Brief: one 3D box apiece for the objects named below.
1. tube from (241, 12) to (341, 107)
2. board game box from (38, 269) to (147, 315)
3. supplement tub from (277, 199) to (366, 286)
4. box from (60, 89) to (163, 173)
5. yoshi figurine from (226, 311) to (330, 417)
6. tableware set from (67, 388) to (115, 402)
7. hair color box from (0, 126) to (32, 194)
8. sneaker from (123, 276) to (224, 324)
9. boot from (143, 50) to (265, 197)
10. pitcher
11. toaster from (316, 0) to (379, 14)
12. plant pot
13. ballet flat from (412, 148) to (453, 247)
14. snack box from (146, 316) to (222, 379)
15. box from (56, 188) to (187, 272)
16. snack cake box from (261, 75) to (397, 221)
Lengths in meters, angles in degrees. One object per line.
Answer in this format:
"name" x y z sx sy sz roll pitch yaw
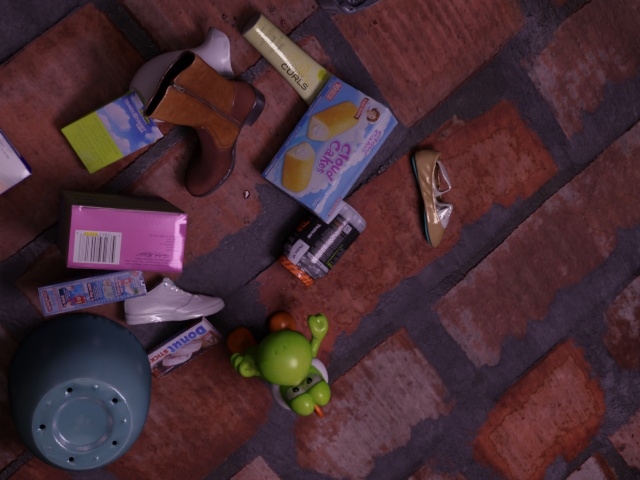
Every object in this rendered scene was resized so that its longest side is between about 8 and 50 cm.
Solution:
"tube" -0.060 -0.376 1.938 0.070 0.062 0.240 -30 123 32
"board game box" -0.455 0.091 1.821 0.194 0.194 0.060 -13 99 -17
"supplement tub" 0.000 0.000 2.007 0.117 0.117 0.190 42 85 -23
"box" -0.404 -0.216 1.811 0.178 0.042 0.109 -24 111 17
"yoshi figurine" -0.082 0.228 1.893 0.203 0.362 0.203 23 94 -22
"tableware set" -0.474 0.284 1.947 0.141 0.020 0.168 34 91 -19
"hair color box" -0.736 -0.110 1.720 0.339 0.110 0.185 -35 112 -8
"sneaker" -0.308 0.122 1.949 0.212 0.080 0.094 -5 88 -20
"boot" -0.242 -0.213 1.785 0.096 0.280 0.264 44 103 21
"pitcher" -0.264 -0.304 1.852 0.207 0.125 0.177 -36 128 -20
"toaster" 0.068 -0.543 1.897 0.227 0.146 0.129 -36 110 -10
"plant pot" -0.469 0.318 1.821 0.293 0.235 0.292 -3 103 -15
"ballet flat" 0.263 -0.095 2.096 0.073 0.080 0.232 -7 107 21
"snack box" -0.295 0.228 1.956 0.178 0.022 0.064 -33 114 19
"box" -0.391 -0.020 1.790 0.214 0.243 0.117 4 99 -21
"snack cake box" 0.020 -0.193 1.946 0.264 0.152 0.089 -55 156 -3
